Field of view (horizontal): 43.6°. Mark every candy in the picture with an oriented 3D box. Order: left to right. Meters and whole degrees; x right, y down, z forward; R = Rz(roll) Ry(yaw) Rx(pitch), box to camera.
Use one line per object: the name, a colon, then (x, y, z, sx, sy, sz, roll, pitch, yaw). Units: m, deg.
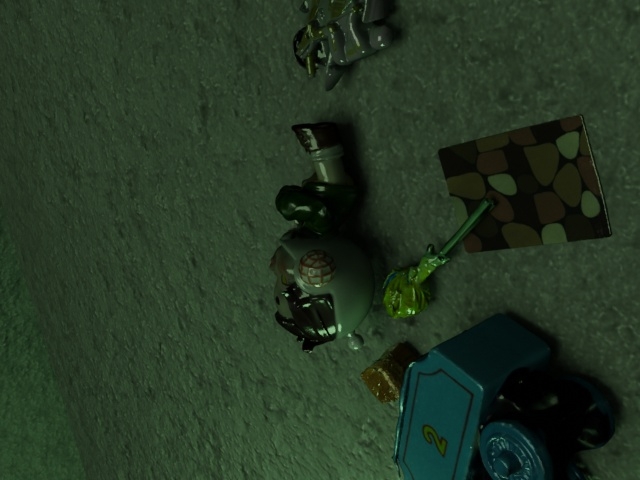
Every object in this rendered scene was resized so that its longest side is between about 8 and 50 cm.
candy: (0.169, 0.024, 1.161, 0.262, 0.073, 0.077, -54, 38, 42)

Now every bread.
bread: (0.119, 0.213, 1.289, 0.070, 0.083, 0.077, 54, 144, 2)

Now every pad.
pad: (0.261, -0.066, 1.055, 0.235, 0.003, 0.158, -8, 101, 50)

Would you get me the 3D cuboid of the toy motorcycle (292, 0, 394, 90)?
toy motorcycle: (0.039, -0.308, 1.137, 0.152, 0.073, 0.225, 48, 137, 18)

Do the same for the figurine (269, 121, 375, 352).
figurine: (0.000, 0.000, 1.270, 0.281, 0.167, 0.370, -135, 41, -78)

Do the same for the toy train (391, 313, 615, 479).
toy train: (0.239, 0.280, 1.115, 0.265, 0.188, 0.300, 36, 135, 39)
